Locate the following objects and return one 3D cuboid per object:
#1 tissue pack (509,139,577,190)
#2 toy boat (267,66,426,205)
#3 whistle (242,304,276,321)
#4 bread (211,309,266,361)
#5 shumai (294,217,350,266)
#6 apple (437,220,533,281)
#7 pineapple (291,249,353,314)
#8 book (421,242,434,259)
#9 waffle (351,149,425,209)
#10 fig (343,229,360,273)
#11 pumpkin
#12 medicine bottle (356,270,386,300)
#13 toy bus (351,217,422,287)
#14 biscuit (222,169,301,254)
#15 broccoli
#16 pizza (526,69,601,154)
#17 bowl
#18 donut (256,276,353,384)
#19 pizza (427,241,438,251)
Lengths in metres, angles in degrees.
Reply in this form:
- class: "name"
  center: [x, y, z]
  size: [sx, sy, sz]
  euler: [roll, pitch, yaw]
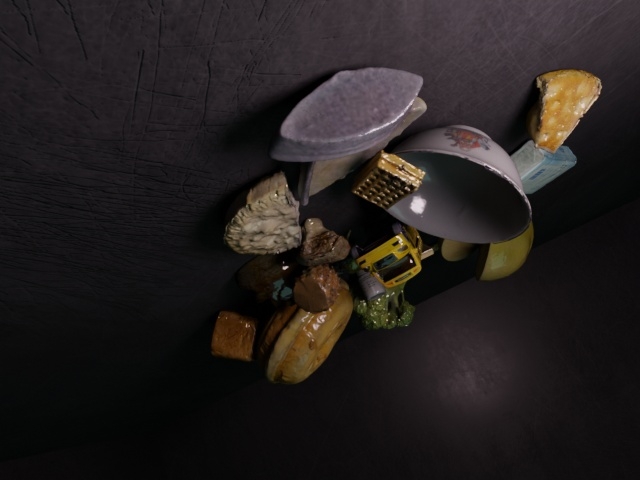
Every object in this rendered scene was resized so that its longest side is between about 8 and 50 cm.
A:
- class: "tissue pack"
  center: [0.641, -0.219, 1.299]
  size: [0.263, 0.089, 0.177]
  euler: [-8, 154, -42]
- class: "toy boat"
  center: [0.051, -0.183, 0.737]
  size: [0.275, 0.111, 0.293]
  euler: [-28, 172, 3]
- class: "whistle"
  center: [-0.211, 0.278, 1.563]
  size: [0.326, 0.057, 0.068]
  euler: [-17, 157, -22]
- class: "bread"
  center: [-0.267, 0.320, 1.417]
  size: [0.143, 0.158, 0.149]
  euler: [11, 162, 9]
- class: "shumai"
  center: [-0.004, 0.001, 1.067]
  size: [0.145, 0.116, 0.145]
  euler: [-11, 171, -2]
- class: "apple"
  center: [0.524, -0.019, 1.368]
  size: [0.291, 0.292, 0.254]
  euler: [-20, 140, -12]
- class: "pineapple"
  center: [0.017, 0.093, 1.176]
  size: [0.128, 0.128, 0.248]
  euler: [-40, -175, 33]
- class: "book"
  center: [0.260, 0.045, 1.413]
  size: [0.161, 0.027, 0.231]
  euler: [-26, -168, -2]
- class: "waffle"
  center: [0.131, -0.118, 0.858]
  size: [0.102, 0.043, 0.148]
  euler: [28, 161, -10]
- class: "fig"
  center: [0.087, 0.022, 1.310]
  size: [0.093, 0.093, 0.166]
  euler: [-23, 120, -6]
- class: "pumpkin"
  center: [-0.090, 0.102, 1.186]
  size: [0.253, 0.131, 0.149]
  euler: [-10, 155, -30]
- class: "medicine bottle"
  center: [0.183, 0.153, 1.600]
  size: [0.080, 0.131, 0.080]
  euler: [-21, 157, -9]
- class: "toy bus"
  center: [0.199, 0.020, 1.166]
  size: [0.145, 0.151, 0.331]
  euler: [-31, -175, 20]
- class: "biscuit"
  center: [-0.119, -0.030, 0.907]
  size: [0.179, 0.084, 0.281]
  euler: [-25, 159, -2]
- class: "broccoli"
  center: [0.260, 0.231, 1.695]
  size: [0.302, 0.254, 0.186]
  euler: [-30, 158, 12]
- class: "pizza"
  center: [0.526, -0.311, 0.986]
  size: [0.203, 0.081, 0.188]
  euler: [3, 123, -34]
- class: "bowl"
  center: [0.285, -0.141, 0.917]
  size: [0.346, 0.345, 0.157]
  euler: [83, 30, -68]
- class: "donut"
  center: [-0.044, 0.294, 1.440]
  size: [0.449, 0.198, 0.449]
  euler: [-49, 163, -21]
- class: "pizza"
  center: [0.461, 0.042, 1.793]
  size: [0.122, 0.026, 0.109]
  euler: [-24, 161, -4]
